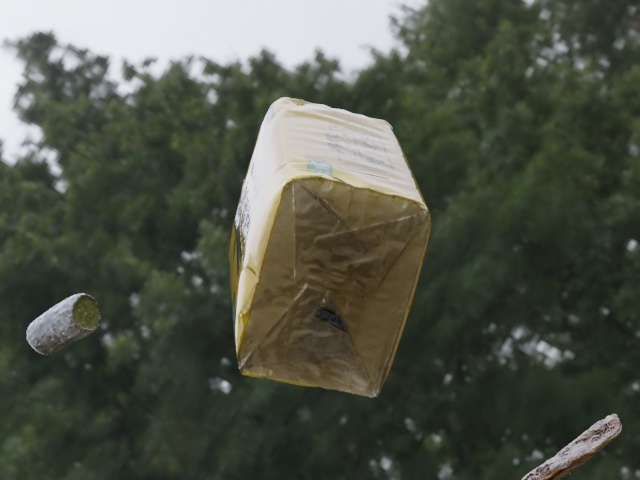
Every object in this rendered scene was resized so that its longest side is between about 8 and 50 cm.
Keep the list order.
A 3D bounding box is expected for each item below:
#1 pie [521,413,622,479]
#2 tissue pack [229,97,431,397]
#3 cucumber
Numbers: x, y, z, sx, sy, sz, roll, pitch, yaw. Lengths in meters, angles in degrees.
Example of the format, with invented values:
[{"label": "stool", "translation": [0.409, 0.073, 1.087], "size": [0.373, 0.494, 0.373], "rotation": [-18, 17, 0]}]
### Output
[{"label": "pie", "translation": [0.322, 0.291, 1.806], "size": [0.191, 0.033, 0.088], "rotation": [-34, -4, -2]}, {"label": "tissue pack", "translation": [0.000, 0.000, 1.910], "size": [0.382, 0.228, 0.293], "rotation": [-104, 29, -68]}, {"label": "cucumber", "translation": [-0.362, 0.118, 1.934], "size": [0.112, 0.064, 0.064], "rotation": [-26, -3, 32]}]
